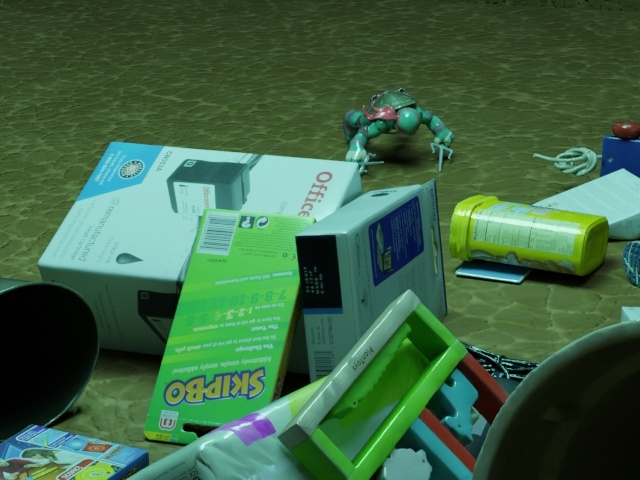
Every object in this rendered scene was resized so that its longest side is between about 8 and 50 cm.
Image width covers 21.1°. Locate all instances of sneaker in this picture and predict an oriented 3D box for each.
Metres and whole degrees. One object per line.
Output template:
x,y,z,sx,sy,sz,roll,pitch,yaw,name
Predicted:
0.421,0.038,2.052,0.058,0.052,0.135,-4,24,-41,sneaker

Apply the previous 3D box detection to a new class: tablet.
0.213,0.038,2.112,0.083,0.006,0.054,8,20,23,tablet

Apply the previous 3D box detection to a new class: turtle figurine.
0.114,-0.170,2.582,0.175,0.118,0.234,-5,13,-12,turtle figurine

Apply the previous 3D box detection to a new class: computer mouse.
0.135,0.148,1.708,0.184,0.060,0.262,9,21,25,computer mouse

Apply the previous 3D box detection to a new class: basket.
-0.374,0.102,1.740,0.227,0.154,0.204,11,21,40,basket

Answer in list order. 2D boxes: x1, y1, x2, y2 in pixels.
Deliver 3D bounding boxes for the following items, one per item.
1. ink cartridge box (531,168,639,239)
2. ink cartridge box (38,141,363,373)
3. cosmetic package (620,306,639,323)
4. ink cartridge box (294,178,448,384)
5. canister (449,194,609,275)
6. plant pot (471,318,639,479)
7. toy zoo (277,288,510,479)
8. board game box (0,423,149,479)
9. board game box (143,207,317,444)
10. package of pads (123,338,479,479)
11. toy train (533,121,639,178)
0.362,-0.028,2.280,0.179,0.045,0.145,-24,24,-9,ink cartridge box
-0.122,0.014,1.906,0.307,0.129,0.223,6,42,18,ink cartridge box
0.375,0.134,1.735,0.099,0.060,0.239,1,19,-3,cosmetic package
0.060,0.040,1.833,0.065,0.165,0.332,-3,9,20,ink cartridge box
0.260,-0.006,2.125,0.170,0.073,0.126,9,12,23,canister
0.324,0.202,1.204,0.334,0.334,0.305,14,13,37,plant pot
0.119,0.197,1.317,0.030,0.293,0.192,-41,4,43,toy zoo
-0.263,0.227,1.531,0.136,0.035,0.201,9,21,27,board game box
-0.087,0.090,1.722,0.124,0.039,0.259,5,61,18,board game box
-0.042,0.191,1.384,0.296,0.101,0.229,-21,-10,-45,package of pads
0.443,-0.118,2.435,0.248,0.105,0.143,9,11,27,toy train
